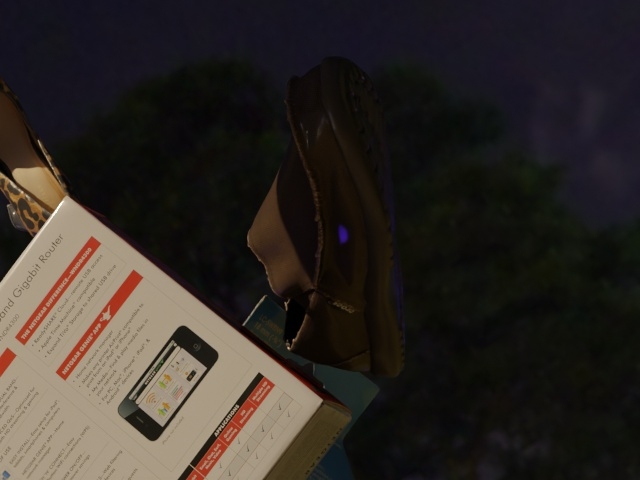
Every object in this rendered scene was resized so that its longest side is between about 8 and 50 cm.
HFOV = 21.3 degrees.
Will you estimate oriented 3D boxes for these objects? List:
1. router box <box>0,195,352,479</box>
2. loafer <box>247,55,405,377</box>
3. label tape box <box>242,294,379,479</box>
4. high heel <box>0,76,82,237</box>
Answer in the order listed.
[{"bbox_3d":[-0.191,0.182,1.418,0.335,0.301,0.082,-52,-23,0],"label":"router box"},{"bbox_3d":[0.000,0.000,1.456,0.130,0.133,0.366,-4,-43,4],"label":"loafer"},{"bbox_3d":[-0.070,0.251,1.617,0.333,0.106,0.240,-51,-40,-2],"label":"label tape box"},{"bbox_3d":[-0.347,-0.117,1.904,0.093,0.186,0.261,-32,-72,-21],"label":"high heel"}]
